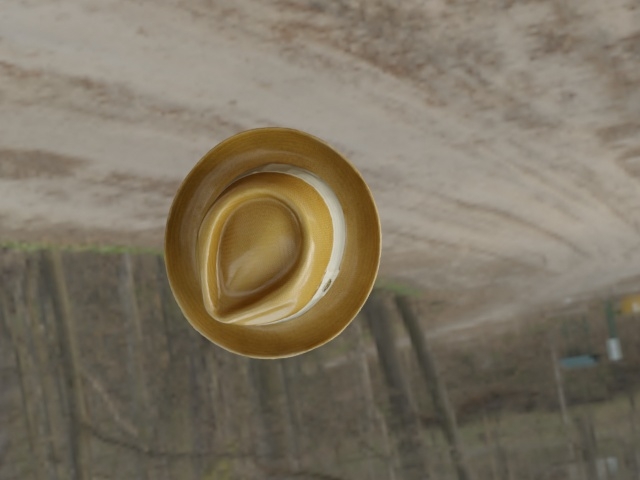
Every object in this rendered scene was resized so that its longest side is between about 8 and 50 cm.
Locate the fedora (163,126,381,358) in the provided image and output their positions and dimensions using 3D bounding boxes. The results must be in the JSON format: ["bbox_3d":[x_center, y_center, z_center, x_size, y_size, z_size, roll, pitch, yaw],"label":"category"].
[{"bbox_3d":[-0.047,0.008,0.995,0.194,0.194,0.079,-11,-174,15],"label":"fedora"}]
